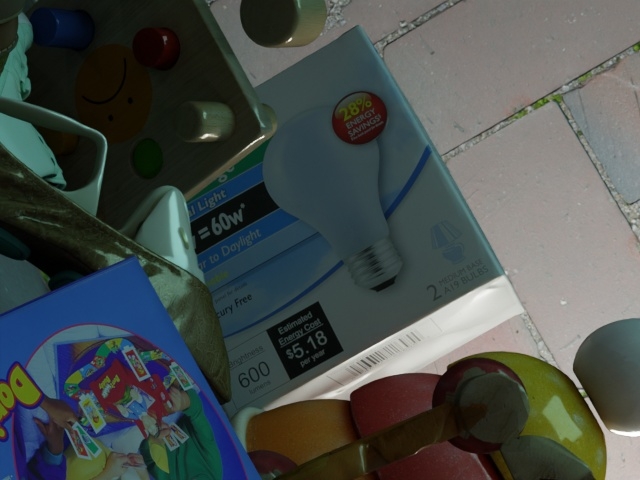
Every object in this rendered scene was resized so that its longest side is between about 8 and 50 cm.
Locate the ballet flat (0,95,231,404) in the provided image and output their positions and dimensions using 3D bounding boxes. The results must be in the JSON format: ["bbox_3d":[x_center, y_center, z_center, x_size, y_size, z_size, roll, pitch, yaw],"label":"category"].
[{"bbox_3d":[-0.176,-0.014,0.886,0.342,0.124,0.116,37,-20,-15],"label":"ballet flat"}]

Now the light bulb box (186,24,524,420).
[{"bbox_3d":[0.000,0.000,1.500,0.361,0.358,0.225,62,5,20],"label":"light bulb box"}]

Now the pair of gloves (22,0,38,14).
[{"bbox_3d":[-0.244,-0.224,1.290,0.042,0.240,0.204,-13,70,-55],"label":"pair of gloves"}]

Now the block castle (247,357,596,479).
[{"bbox_3d":[0.120,0.344,1.014,0.213,0.303,0.453,64,2,-82],"label":"block castle"}]

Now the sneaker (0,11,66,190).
[{"bbox_3d":[-0.275,-0.103,1.046,0.151,0.094,0.256,52,19,-17],"label":"sneaker"}]

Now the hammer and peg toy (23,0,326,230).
[{"bbox_3d":[-0.156,-0.174,1.150,0.127,0.361,0.266,-9,67,-59],"label":"hammer and peg toy"}]

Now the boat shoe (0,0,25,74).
[{"bbox_3d":[-0.350,-0.220,0.912,0.307,0.104,0.111,40,40,18],"label":"boat shoe"}]

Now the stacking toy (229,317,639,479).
[{"bbox_3d":[0.169,0.234,1.244,0.350,0.480,0.350,59,8,-13],"label":"stacking toy"}]

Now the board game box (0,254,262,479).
[{"bbox_3d":[-0.143,0.161,0.584,0.233,0.078,0.347,60,24,0],"label":"board game box"}]
